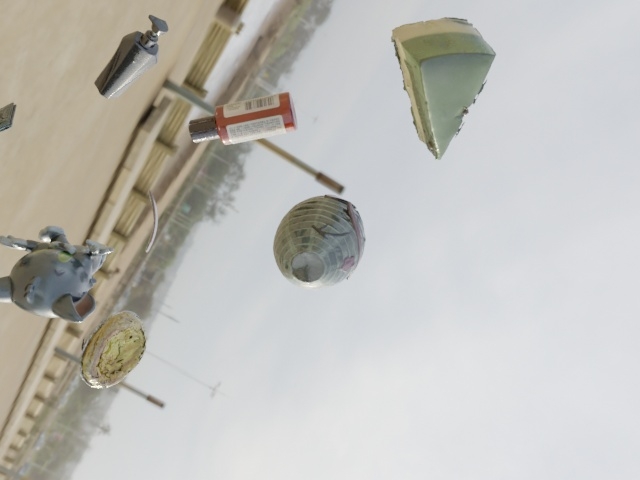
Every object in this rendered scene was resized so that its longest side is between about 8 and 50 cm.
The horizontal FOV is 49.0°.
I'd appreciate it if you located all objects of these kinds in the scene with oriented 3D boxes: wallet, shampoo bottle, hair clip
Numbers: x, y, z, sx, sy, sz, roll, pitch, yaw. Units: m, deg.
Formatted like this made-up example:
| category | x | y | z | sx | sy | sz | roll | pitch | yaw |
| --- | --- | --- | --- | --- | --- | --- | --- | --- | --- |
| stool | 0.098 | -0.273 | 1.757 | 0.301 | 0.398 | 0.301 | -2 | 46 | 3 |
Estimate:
| category | x | y | z | sx | sy | sz | roll | pitch | yaw |
| --- | --- | --- | --- | --- | --- | --- | --- | --- | --- |
| wallet | -0.891 | -0.336 | 1.942 | 0.088 | 0.026 | 0.129 | -22 | -140 | 1 |
| shampoo bottle | -0.227 | -0.219 | 0.847 | 0.137 | 0.048 | 0.027 | -32 | -140 | 38 |
| hair clip | -0.367 | -0.042 | 1.526 | 0.054 | 0.022 | 0.137 | 141 | -50 | -78 |
| shampoo bottle | -0.204 | -0.309 | 1.825 | 0.104 | 0.278 | 0.104 | -10 | 90 | -86 |

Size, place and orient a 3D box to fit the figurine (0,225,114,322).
| category | x | y | z | sx | sy | sz | roll | pitch | yaw |
| --- | --- | --- | --- | --- | --- | --- | --- | --- | --- |
| figurine | -0.455 | 0.051 | 1.198 | 0.265 | 0.193 | 0.140 | -176 | -77 | -83 |

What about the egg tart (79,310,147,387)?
| category | x | y | z | sx | sy | sz | roll | pitch | yaw |
| --- | --- | --- | --- | --- | --- | --- | --- | --- | --- |
| egg tart | -0.594 | 0.302 | 1.982 | 0.234 | 0.094 | 0.234 | -44 | 145 | -42 |

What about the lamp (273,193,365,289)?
| category | x | y | z | sx | sy | sz | roll | pitch | yaw |
| --- | --- | --- | --- | --- | --- | --- | --- | --- | --- |
| lamp | 0.000 | 0.000 | 1.783 | 0.233 | 0.233 | 0.265 | -72 | 173 | -49 |

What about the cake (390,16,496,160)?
| category | x | y | z | sx | sy | sz | roll | pitch | yaw |
| --- | --- | --- | --- | --- | --- | --- | --- | --- | --- |
| cake | 0.215 | -0.317 | 1.487 | 0.158 | 0.172 | 0.283 | -109 | -150 | -44 |
